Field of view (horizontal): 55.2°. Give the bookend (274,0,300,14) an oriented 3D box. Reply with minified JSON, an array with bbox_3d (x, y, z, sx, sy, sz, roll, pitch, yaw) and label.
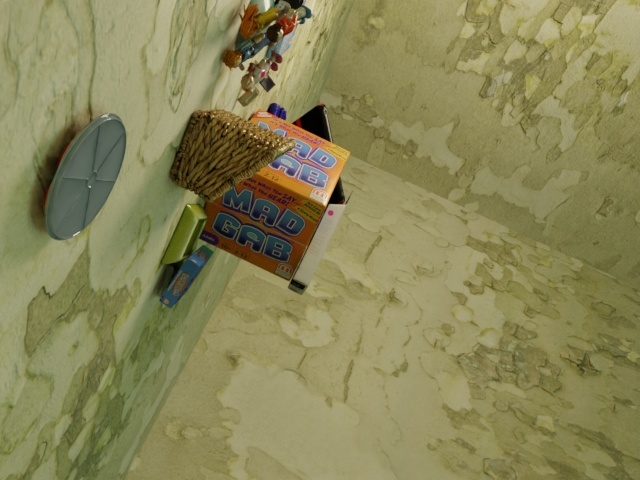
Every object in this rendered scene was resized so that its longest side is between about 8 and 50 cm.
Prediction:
[{"bbox_3d":[-0.067,-0.659,1.529,0.156,0.072,0.157,124,-16,-80],"label":"bookend"}]

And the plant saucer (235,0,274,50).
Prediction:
[{"bbox_3d":[-0.152,-0.537,1.512,0.195,0.037,0.195,-156,-90,-89],"label":"plant saucer"}]

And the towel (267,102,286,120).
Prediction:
[{"bbox_3d":[-0.218,-0.379,2.437,0.227,0.076,0.308,122,-7,-89],"label":"towel"}]

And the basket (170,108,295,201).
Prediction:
[{"bbox_3d":[-0.211,-0.186,1.513,0.299,0.223,0.213,-73,-173,-77],"label":"basket"}]

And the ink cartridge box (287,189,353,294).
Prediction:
[{"bbox_3d":[0.000,0.000,2.086,0.371,0.069,0.176,-62,-179,-17],"label":"ink cartridge box"}]

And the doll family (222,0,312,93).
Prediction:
[{"bbox_3d":[-0.147,-0.459,1.409,0.163,0.118,0.263,-48,-179,-39],"label":"doll family"}]

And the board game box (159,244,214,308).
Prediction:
[{"bbox_3d":[-0.407,0.106,1.875,0.160,0.047,0.210,-54,-175,10],"label":"board game box"}]

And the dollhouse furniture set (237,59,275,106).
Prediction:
[{"bbox_3d":[-0.210,-0.454,1.759,0.114,0.091,0.081,-44,-137,-1],"label":"dollhouse furniture set"}]

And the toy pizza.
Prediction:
[{"bbox_3d":[-0.346,-0.095,0.890,0.201,0.032,0.201,25,90,-90],"label":"toy pizza"}]

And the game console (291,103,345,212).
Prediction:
[{"bbox_3d":[-0.035,-0.293,2.369,0.342,0.060,0.387,-18,-97,55],"label":"game console"}]

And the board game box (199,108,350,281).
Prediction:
[{"bbox_3d":[-0.158,-0.157,2.087,0.356,0.356,0.356,-67,-178,-50],"label":"board game box"}]

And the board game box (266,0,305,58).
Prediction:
[{"bbox_3d":[-0.096,-0.668,1.865,0.160,0.039,0.211,-66,-179,-54],"label":"board game box"}]

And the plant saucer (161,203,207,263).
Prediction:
[{"bbox_3d":[-0.391,-0.014,1.802,0.188,0.045,0.188,-82,-163,-87],"label":"plant saucer"}]

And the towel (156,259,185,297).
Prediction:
[{"bbox_3d":[-0.462,0.111,1.919,0.152,0.023,0.113,-70,-175,-77],"label":"towel"}]
